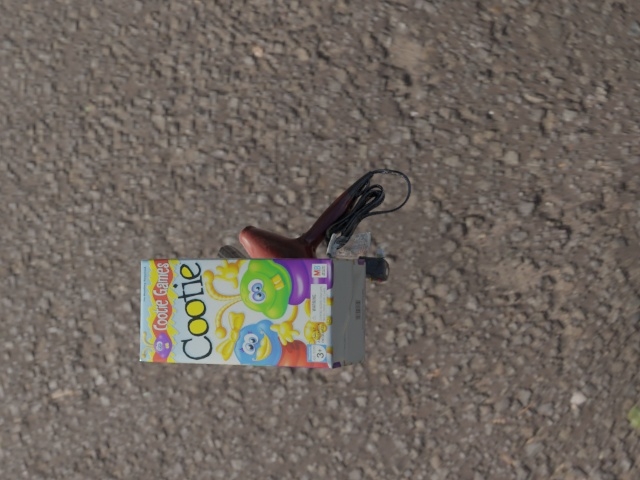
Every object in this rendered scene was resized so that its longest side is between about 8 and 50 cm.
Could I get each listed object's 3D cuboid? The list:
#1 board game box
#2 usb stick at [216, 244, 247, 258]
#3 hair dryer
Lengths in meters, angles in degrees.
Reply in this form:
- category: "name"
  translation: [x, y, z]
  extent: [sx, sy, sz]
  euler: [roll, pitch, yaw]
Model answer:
- category: "board game box"
  translation: [-0.090, 0.095, 1.341]
  extent: [0.275, 0.142, 0.144]
  euler: [-1, 87, 21]
- category: "usb stick"
  translation: [-0.129, 0.064, 1.748]
  extent: [0.045, 0.278, 0.077]
  euler: [-40, 110, -7]
- category: "hair dryer"
  translation: [0.000, 0.000, 1.571]
  extent: [0.294, 0.223, 0.080]
  euler: [-6, 135, 24]
